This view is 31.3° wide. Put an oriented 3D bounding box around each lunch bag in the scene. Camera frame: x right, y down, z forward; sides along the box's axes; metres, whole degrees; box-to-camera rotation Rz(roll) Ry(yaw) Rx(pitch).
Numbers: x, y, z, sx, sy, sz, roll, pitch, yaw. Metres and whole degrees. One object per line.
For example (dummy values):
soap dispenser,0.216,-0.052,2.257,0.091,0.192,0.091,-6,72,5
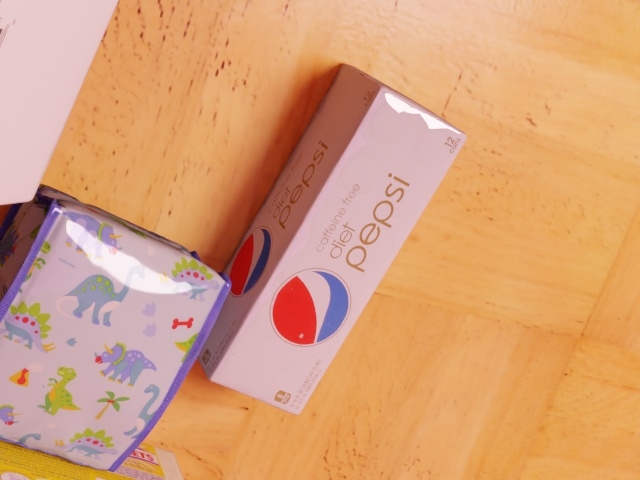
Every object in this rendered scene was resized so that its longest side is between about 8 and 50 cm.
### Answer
lunch bag,-0.149,0.057,0.694,0.129,0.096,0.151,25,91,-28

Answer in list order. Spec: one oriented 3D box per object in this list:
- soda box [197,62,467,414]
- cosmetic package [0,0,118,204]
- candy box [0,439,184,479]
soda box,0.000,0.000,0.743,0.074,0.069,0.216,26,100,-28
cosmetic package,-0.238,-0.115,0.463,0.224,0.224,0.138,30,102,12
candy box,-0.174,0.144,0.715,0.206,0.105,0.027,23,102,-27
